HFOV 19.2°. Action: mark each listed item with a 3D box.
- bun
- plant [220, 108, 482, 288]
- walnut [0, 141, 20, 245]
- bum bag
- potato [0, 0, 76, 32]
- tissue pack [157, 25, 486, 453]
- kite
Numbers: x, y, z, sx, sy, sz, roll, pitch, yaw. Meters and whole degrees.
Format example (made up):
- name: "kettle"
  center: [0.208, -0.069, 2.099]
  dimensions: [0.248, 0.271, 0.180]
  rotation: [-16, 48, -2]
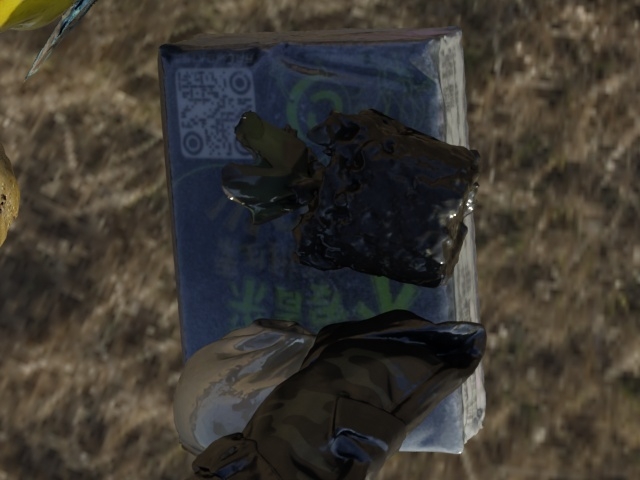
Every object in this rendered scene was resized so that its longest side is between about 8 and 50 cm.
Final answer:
- name: "bun"
  center: [-0.039, 0.127, 1.602]
  dimensions: [0.173, 0.173, 0.120]
  rotation: [10, 104, 3]
- name: "plant"
  center: [0.026, -0.042, 1.539]
  dimensions: [0.203, 0.142, 0.131]
  rotation: [12, 102, 7]
- name: "walnut"
  center: [-0.304, -0.025, 1.188]
  dimensions: [0.245, 0.198, 0.198]
  rotation: [-13, 121, 28]
- name: "bum bag"
  center: [0.002, 0.145, 1.425]
  dimensions: [0.144, 0.340, 0.095]
  rotation: [1, 118, 31]
- name: "potato"
  center: [-0.251, -0.209, 1.213]
  dimensions: [0.140, 0.300, 0.173]
  rotation: [30, 107, 23]
- name: "tissue pack"
  center: [0.000, 0.000, 1.787]
  dimensions: [0.288, 0.124, 0.394]
  rotation: [0, 102, 23]
- name: "kite"
  center: [-0.175, -0.267, 1.710]
  dimensions: [0.011, 0.335, 0.314]
  rotation: [36, 92, -5]
